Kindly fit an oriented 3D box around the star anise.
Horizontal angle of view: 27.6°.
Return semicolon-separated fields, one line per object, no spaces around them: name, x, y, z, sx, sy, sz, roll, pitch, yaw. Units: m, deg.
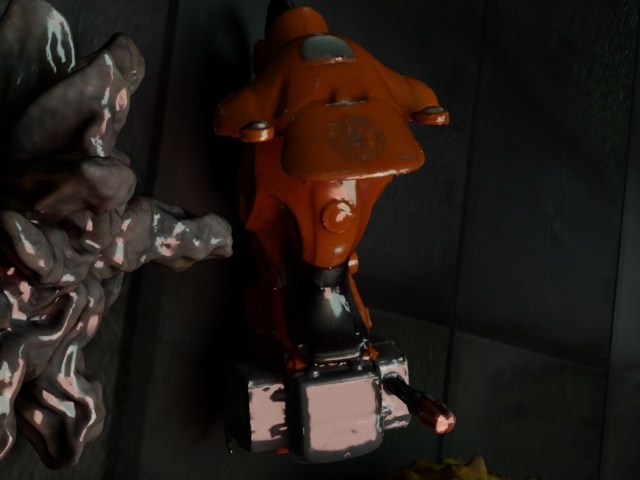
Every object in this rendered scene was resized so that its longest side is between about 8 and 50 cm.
star anise;-0.143;0.000;0.706;0.212;0.129;0.283;76;35;-57

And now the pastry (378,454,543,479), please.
pastry;0.131;0.349;1.035;0.337;0.292;0.405;-37;112;-64

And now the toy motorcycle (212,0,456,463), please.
toy motorcycle;0.000;0.000;0.870;0.148;0.221;0.326;-6;102;-15
